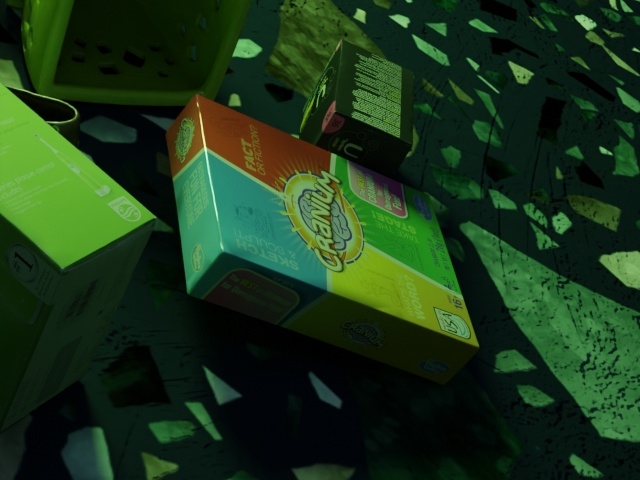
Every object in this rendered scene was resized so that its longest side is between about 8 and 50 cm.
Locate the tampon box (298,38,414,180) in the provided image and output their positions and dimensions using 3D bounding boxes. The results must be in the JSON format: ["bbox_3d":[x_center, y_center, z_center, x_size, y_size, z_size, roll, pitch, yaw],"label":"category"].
[{"bbox_3d":[0.039,-0.131,1.578,0.101,0.120,0.161,22,36,-12],"label":"tampon box"}]

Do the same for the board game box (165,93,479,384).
[{"bbox_3d":[0.000,0.000,1.396,0.316,0.064,0.242,21,35,-30],"label":"board game box"}]

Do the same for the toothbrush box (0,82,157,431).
[{"bbox_3d":[-0.303,-0.014,1.127,0.283,0.206,0.122,41,38,13],"label":"toothbrush box"}]

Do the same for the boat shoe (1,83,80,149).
[{"bbox_3d":[-0.359,-0.139,1.329,0.257,0.095,0.095,16,38,-19],"label":"boat shoe"}]

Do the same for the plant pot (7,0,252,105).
[{"bbox_3d":[-0.222,-0.303,1.523,0.227,0.228,0.207,0,40,-34],"label":"plant pot"}]
